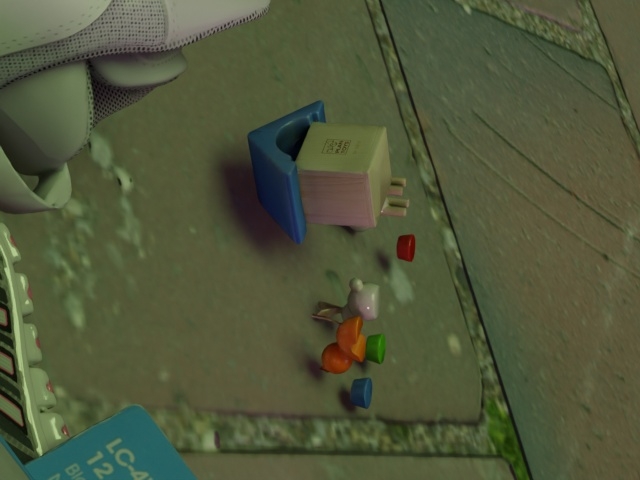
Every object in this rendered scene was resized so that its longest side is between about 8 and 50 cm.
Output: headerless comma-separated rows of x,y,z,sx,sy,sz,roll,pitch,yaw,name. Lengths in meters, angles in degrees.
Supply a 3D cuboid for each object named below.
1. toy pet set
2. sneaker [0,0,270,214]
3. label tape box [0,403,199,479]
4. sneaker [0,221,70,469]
0.000,0.000,0.726,0.122,0.065,0.114,-69,157,-47,toy pet set
-0.117,-0.172,0.616,0.210,0.137,0.366,47,40,-20,sneaker
-0.075,0.162,0.309,0.347,0.115,0.249,-25,67,-44,label tape box
-0.134,0.043,0.483,0.075,0.063,0.170,-14,81,-63,sneaker
